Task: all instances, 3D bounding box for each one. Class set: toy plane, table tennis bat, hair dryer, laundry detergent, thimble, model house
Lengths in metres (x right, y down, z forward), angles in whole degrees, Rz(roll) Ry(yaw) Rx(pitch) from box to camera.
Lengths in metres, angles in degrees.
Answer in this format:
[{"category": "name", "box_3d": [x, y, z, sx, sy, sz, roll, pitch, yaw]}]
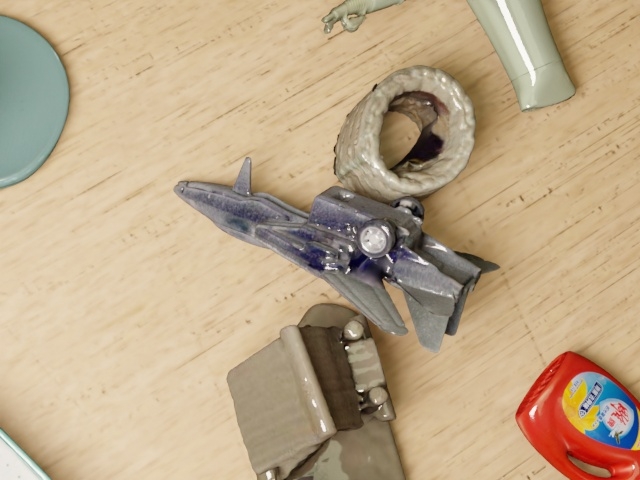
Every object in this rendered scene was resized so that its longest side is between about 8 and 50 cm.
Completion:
[{"category": "toy plane", "box_3d": [0.004, -0.010, 1.255, 0.267, 0.212, 0.088, 27, 114, 14]}, {"category": "table tennis bat", "box_3d": [-0.286, -0.074, 1.251, 0.149, 0.038, 0.237, 12, 71, -8]}, {"category": "hair dryer", "box_3d": [0.100, -0.190, 1.329, 0.237, 0.075, 0.206, -20, 88, -35]}, {"category": "laundry detergent", "box_3d": [0.246, 0.174, 1.314, 0.165, 0.049, 0.097, 41, 66, -2]}, {"category": "thimble", "box_3d": [0.069, -0.083, 1.312, 0.115, 0.090, 0.102, -42, 93, -20]}, {"category": "model house", "box_3d": [0.002, 0.153, 1.203, 0.122, 0.188, 0.229, -13, 80, -1]}]

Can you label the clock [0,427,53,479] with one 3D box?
[{"category": "clock", "box_3d": [-0.317, 0.246, 1.136, 0.231, 0.116, 0.262, 44, 70, 4]}]
